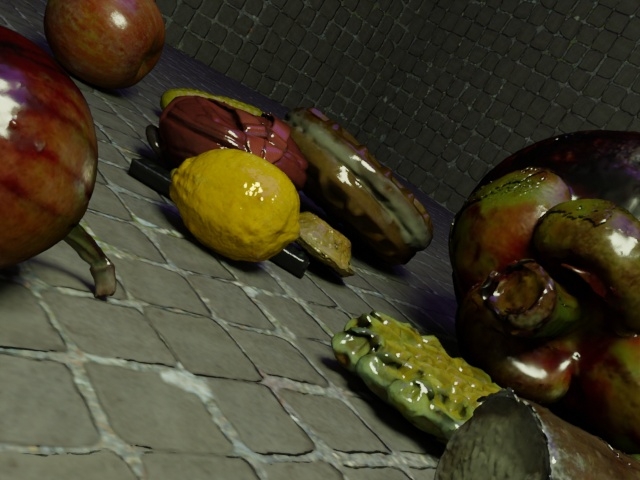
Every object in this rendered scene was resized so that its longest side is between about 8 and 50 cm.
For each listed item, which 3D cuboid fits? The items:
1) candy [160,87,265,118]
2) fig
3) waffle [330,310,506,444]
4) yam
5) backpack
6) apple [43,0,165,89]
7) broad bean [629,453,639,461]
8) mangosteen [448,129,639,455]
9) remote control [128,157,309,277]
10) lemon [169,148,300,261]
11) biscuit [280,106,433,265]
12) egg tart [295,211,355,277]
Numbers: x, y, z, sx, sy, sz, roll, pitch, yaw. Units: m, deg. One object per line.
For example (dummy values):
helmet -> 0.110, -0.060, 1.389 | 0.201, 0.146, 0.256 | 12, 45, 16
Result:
candy -> -0.200, -0.223, 1.324 | 0.199, 0.094, 0.106 | 15, 20, -34
fig -> -0.197, -0.052, 0.435 | 0.148, 0.149, 0.202 | 55, 27, 16
waffle -> 0.110, 0.140, 0.687 | 0.204, 0.054, 0.223 | 37, 11, 26
yam -> 0.200, 0.209, 0.456 | 0.280, 0.131, 0.131 | 31, 11, -15
backpack -> -0.111, -0.115, 0.960 | 0.229, 0.139, 0.229 | 31, 6, -3
apple -> -0.352, -0.347, 1.204 | 0.174, 0.188, 0.188 | 36, 11, -1
broad bean -> 0.326, 0.255, 0.636 | 0.153, 0.072, 0.207 | 55, 5, 22
mangosteen -> 0.342, 0.051, 0.871 | 0.381, 0.381, 0.421 | 33, 11, 6
remote control -> -0.119, -0.031, 0.881 | 0.245, 0.025, 0.063 | 31, 10, -1
lemon -> -0.091, -0.039, 0.773 | 0.155, 0.114, 0.114 | 27, 10, 11
biscuit -> 0.046, -0.085, 1.184 | 0.332, 0.103, 0.332 | 43, -4, 3
egg tart -> 0.000, 0.000, 0.940 | 0.129, 0.049, 0.129 | 37, -1, 1
